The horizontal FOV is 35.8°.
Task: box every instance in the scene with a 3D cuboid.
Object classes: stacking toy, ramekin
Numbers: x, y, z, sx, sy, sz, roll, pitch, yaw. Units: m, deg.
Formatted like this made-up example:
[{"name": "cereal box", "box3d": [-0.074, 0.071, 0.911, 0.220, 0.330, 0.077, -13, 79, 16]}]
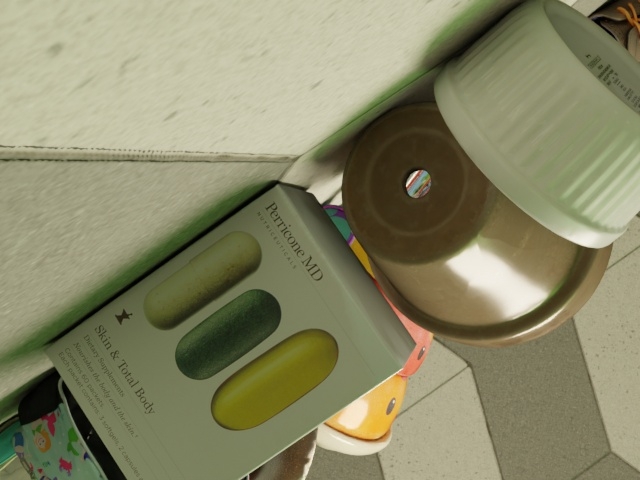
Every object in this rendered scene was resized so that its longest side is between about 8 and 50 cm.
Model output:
[{"name": "stacking toy", "box3d": [0.099, 0.070, 1.578, 0.480, 0.350, 0.350, -50, 172, 14]}, {"name": "ramekin", "box3d": [0.206, -0.106, 0.821, 0.109, 0.207, 0.207, -47, 170, 29]}]

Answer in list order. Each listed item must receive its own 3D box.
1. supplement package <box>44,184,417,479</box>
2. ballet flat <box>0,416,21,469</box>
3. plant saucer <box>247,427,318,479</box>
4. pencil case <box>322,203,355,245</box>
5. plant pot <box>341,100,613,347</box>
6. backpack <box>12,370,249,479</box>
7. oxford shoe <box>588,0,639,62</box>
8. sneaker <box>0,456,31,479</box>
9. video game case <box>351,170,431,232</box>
[{"name": "supplement package", "box3d": [-0.074, 0.103, 0.954, 0.263, 0.199, 0.198, -35, 175, 8]}, {"name": "ballet flat", "box3d": [-0.427, 0.280, 1.237, 0.168, 0.057, 0.052, -32, -175, -20]}, {"name": "plant saucer", "box3d": [-0.128, 0.212, 1.277, 0.050, 0.310, 0.310, 7, 144, -46]}, {"name": "pencil case", "box3d": [0.003, -0.001, 1.291, 0.070, 0.064, 0.151, -50, 179, -14]}, {"name": "plant pot", "box3d": [0.132, -0.030, 0.960, 0.263, 0.263, 0.229, -36, 158, 18]}, {"name": "backpack", "box3d": [-0.215, 0.250, 1.159, 0.191, 0.253, 0.225, -38, 175, 36]}, {"name": "oxford shoe", "box3d": [0.405, -0.252, 1.204, 0.364, 0.130, 0.133, -40, 162, 14]}, {"name": "sneaker", "box3d": [-0.410, 0.286, 1.321, 0.212, 0.094, 0.080, -14, 156, 25]}, {"name": "video game case", "box3d": [0.164, -0.110, 1.268, 0.204, 0.025, 0.285, -54, 166, 32]}]
